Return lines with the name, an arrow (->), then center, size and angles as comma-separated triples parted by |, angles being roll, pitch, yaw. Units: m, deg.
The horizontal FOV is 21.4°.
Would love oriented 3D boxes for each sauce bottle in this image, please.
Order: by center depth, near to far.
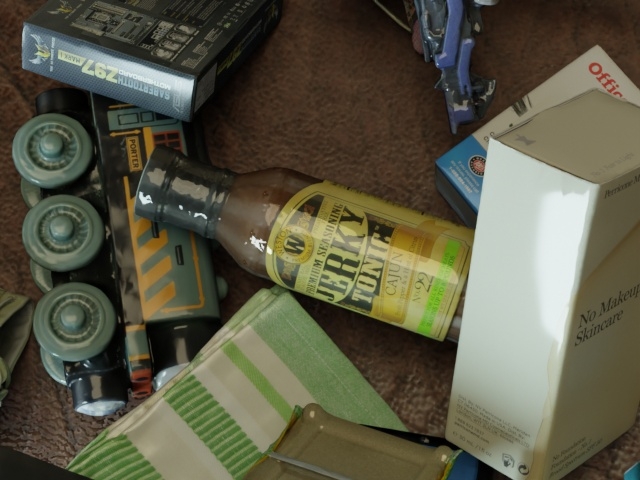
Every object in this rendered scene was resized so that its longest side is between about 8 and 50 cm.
sauce bottle -> 0.000, 0.000, 1.557 | 0.344, 0.111, 0.111 | 17, 74, 3

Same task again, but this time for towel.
towel -> -0.083, 0.231, 1.557 | 0.325, 0.038, 0.248 | -41, 96, -10

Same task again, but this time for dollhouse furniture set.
dollhouse furniture set -> 0.069, 0.285, 1.444 | 0.302, 0.151, 0.197 | 16, 31, 22

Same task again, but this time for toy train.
toy train -> -0.189, 0.000, 1.639 | 0.190, 0.142, 0.334 | -8, 71, -7

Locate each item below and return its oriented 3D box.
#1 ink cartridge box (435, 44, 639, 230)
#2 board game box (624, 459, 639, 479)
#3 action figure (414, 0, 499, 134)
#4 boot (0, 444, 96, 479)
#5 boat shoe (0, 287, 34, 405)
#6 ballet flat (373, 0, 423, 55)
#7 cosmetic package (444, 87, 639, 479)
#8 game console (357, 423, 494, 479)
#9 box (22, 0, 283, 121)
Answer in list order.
ink cartridge box -> 0.233, -0.069, 1.639 | 0.203, 0.086, 0.148 | -37, 72, -6
board game box -> 0.450, 0.195, 1.407 | 0.336, 0.254, 0.079 | -1, 70, -7
action figure -> 0.150, -0.278, 1.656 | 0.330, 0.178, 0.341 | -4, 96, -9
boot -> -0.162, 0.394, 1.414 | 0.445, 0.146, 0.367 | 23, 61, -12
boat shoe -> -0.333, 0.121, 1.554 | 0.094, 0.109, 0.302 | 3, 31, 2
ballet flat -> 0.074, -0.286, 1.743 | 0.079, 0.077, 0.221 | -31, 70, 16
cosmetic package -> 0.213, 0.043, 1.465 | 0.113, 0.309, 0.160 | 29, 39, 33
game console -> 0.089, 0.241, 1.529 | 0.144, 0.124, 0.085 | 10, 113, -8
box -> -0.161, -0.217, 1.681 | 0.183, 0.059, 0.232 | 19, 37, 11
